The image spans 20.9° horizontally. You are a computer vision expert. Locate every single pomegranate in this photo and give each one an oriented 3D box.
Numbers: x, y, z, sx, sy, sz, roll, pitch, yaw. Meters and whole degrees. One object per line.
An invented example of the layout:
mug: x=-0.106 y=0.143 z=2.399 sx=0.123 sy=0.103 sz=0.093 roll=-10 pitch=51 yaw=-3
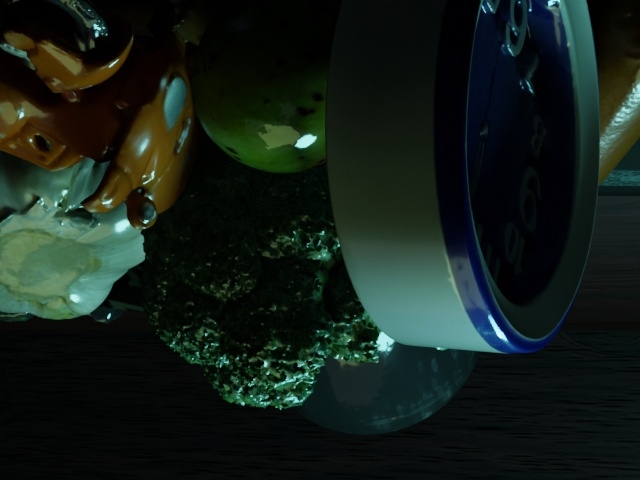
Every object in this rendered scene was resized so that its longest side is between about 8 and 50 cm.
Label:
pomegranate: x=-0.023 y=-0.106 z=1.056 sx=0.130 sy=0.130 sz=0.130 roll=2 pitch=172 yaw=0

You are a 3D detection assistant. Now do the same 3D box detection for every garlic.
garlic: x=-0.238 y=-0.038 z=1.434 sx=0.228 sy=0.152 sz=0.228 roll=2 pitch=140 yaw=1

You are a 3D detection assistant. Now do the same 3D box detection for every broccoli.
broccoli: x=0.000 y=0.000 z=1.255 sx=0.270 sy=0.270 sz=0.270 roll=22 pitch=162 yaw=-34

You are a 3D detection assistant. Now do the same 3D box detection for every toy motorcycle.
toy motorcycle: x=-0.202 y=-0.092 z=1.144 sx=0.221 sy=0.147 sz=0.326 roll=35 pitch=152 yaw=-33

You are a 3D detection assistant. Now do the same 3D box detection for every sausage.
sausage: x=0.171 y=-0.089 z=1.060 sx=0.076 sy=0.076 sz=0.197 roll=4 pitch=152 yaw=-12

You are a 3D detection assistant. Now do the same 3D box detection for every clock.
clock: x=0.080 y=-0.058 z=0.909 sx=0.083 sy=0.230 sz=0.230 roll=3 pitch=174 yaw=25

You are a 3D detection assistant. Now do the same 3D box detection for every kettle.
kettle: x=0.002 y=0.035 z=1.539 sx=0.268 sy=0.207 sz=0.290 roll=-35 pitch=146 yaw=-11

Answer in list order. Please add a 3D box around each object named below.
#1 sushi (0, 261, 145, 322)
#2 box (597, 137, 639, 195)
sushi: x=-0.299 y=0.035 z=1.793 sx=0.320 sy=0.068 sz=0.339 roll=9 pitch=-164 yaw=-42
box: x=0.228 y=-0.081 z=1.277 sx=0.289 sy=0.073 sz=0.290 roll=1 pitch=172 yaw=8
